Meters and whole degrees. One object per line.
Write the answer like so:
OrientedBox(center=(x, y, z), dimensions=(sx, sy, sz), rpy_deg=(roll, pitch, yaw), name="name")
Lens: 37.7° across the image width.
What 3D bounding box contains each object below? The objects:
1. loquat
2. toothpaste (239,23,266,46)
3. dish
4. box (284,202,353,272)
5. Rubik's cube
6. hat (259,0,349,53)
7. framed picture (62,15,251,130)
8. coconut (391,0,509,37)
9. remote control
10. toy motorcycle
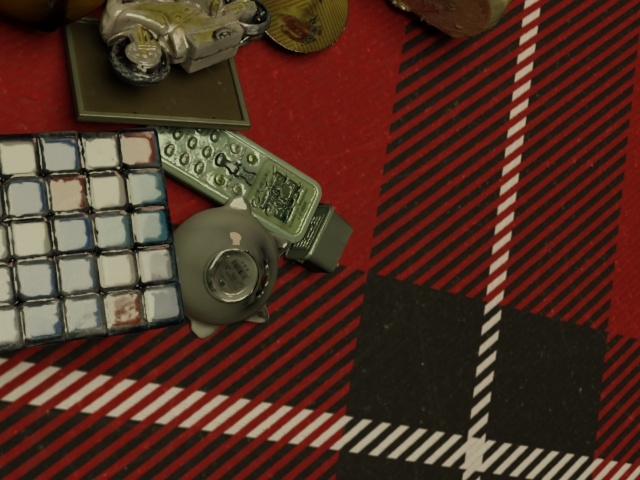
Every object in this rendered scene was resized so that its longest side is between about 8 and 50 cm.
OrientedBox(center=(-0.417, -0.435, 1.419), dimensions=(0.235, 0.235, 0.234), rpy_deg=(3, 83, -28), name="loquat")
OrientedBox(center=(-0.075, -0.404, 1.710), dimensions=(0.216, 0.037, 0.061), rpy_deg=(-20, 102, -25), name="toothpaste")
OrientedBox(center=(-0.144, 0.050, 1.562), dimensions=(0.228, 0.086, 0.236), rpy_deg=(-9, 102, -18), name="dish")
OrientedBox(center=(0.000, 0.000, 1.684), dimensions=(0.069, 0.084, 0.122), rpy_deg=(35, 71, -28), name="box")
OrientedBox(center=(-0.391, 0.006, 1.358), dimensions=(0.293, 0.292, 0.286), rpy_deg=(-7, 87, -27), name="Rubik's cube")
OrientedBox(center=(-0.022, -0.436, 1.672), dimensions=(0.193, 0.082, 0.193), rpy_deg=(2, 85, -22), name="hat")
OrientedBox(center=(-0.271, -0.279, 1.553), dimensions=(0.290, 0.020, 0.211), rpy_deg=(-1, 61, -28), name="framed picture")
OrientedBox(center=(0.265, -0.553, 1.766), dimensions=(0.297, 0.297, 0.254), rpy_deg=(31, 74, -22), name="coconut")
OrientedBox(center=(-0.156, -0.119, 1.620), dimensions=(0.335, 0.066, 0.128), rpy_deg=(31, 70, -22), name="remote control")
OrientedBox(center=(-0.245, -0.371, 1.550), dimensions=(0.223, 0.107, 0.341), rpy_deg=(44, 49, 15), name="toy motorcycle")
